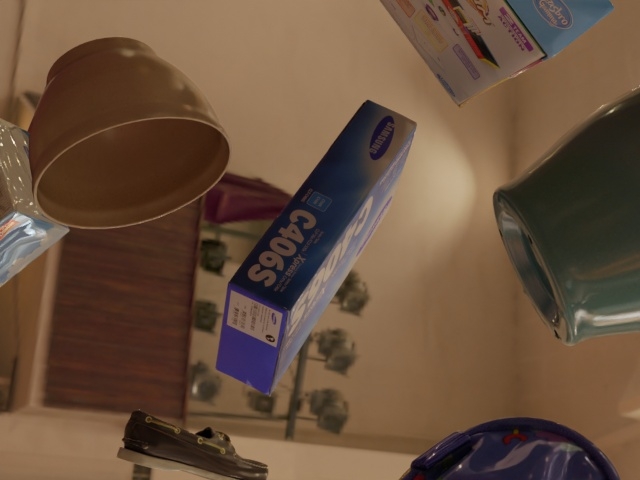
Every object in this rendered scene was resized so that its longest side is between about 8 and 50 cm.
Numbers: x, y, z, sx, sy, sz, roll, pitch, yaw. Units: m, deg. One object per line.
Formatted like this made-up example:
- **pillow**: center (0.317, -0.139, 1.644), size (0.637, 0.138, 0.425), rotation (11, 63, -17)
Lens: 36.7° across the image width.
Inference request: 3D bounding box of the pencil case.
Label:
- **pencil case**: center (0.106, 0.242, 0.539), size (0.133, 0.119, 0.306), rotation (28, -44, 46)

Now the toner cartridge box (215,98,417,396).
- **toner cartridge box**: center (0.000, 0.000, 1.131), size (0.348, 0.075, 0.165), rotation (-56, 168, -40)

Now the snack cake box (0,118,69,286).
- **snack cake box**: center (-0.419, -0.001, 1.060), size (0.264, 0.089, 0.152), rotation (-36, -117, 14)

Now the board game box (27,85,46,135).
- **board game box**: center (-0.311, -0.131, 1.296), size (0.210, 0.160, 0.047), rotation (-50, -128, 42)

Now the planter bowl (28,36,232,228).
- **planter bowl**: center (-0.166, -0.096, 0.794), size (0.162, 0.162, 0.109), rotation (-45, -122, 43)

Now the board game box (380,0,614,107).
- **board game box**: center (0.108, -0.247, 0.848), size (0.064, 0.242, 0.316), rotation (-37, -176, -2)

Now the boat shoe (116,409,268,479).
- **boat shoe**: center (-0.160, 0.284, 1.298), size (0.081, 0.228, 0.068), rotation (-6, -113, 54)

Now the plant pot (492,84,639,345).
- **plant pot**: center (0.329, -0.023, 1.001), size (0.271, 0.255, 0.271), rotation (157, -90, -89)
